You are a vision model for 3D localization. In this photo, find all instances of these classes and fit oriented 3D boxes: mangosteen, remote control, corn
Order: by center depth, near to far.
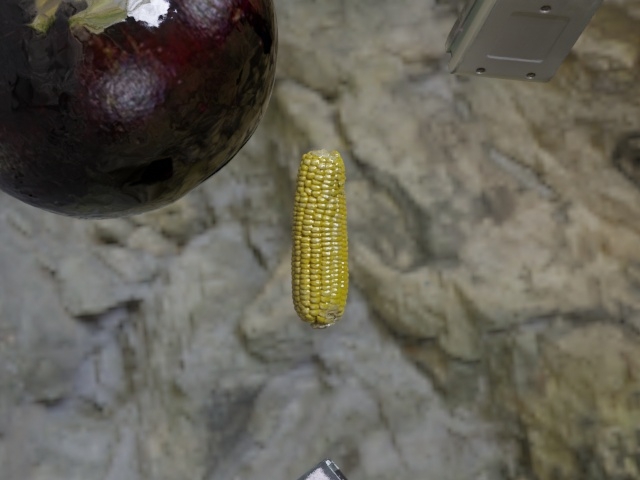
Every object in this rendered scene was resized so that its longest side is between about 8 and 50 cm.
[{"bbox_3d":[-0.177,-0.176,1.244,0.297,0.297,0.313,-102,-169,-51],"label":"mangosteen"},{"bbox_3d":[0.207,-0.244,1.366,0.277,0.103,0.055,118,-28,-55],"label":"remote control"},{"bbox_3d":[0.000,0.000,1.718,0.067,0.067,0.206,-123,-146,-80],"label":"corn"}]

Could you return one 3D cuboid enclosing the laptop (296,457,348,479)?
[{"bbox_3d":[0.017,0.295,1.340,0.180,0.129,0.016,48,-27,17],"label":"laptop"}]
